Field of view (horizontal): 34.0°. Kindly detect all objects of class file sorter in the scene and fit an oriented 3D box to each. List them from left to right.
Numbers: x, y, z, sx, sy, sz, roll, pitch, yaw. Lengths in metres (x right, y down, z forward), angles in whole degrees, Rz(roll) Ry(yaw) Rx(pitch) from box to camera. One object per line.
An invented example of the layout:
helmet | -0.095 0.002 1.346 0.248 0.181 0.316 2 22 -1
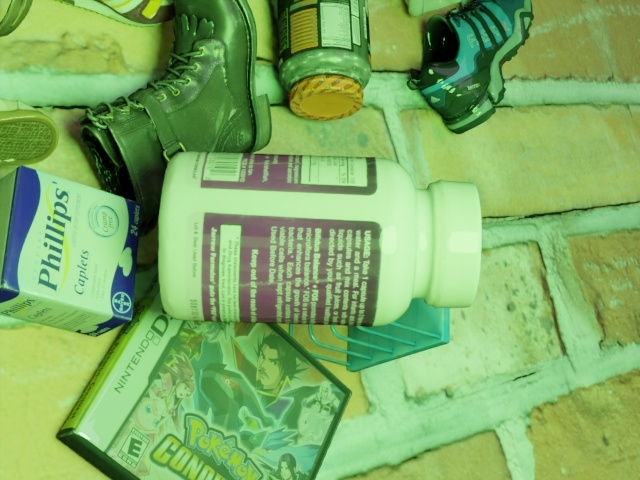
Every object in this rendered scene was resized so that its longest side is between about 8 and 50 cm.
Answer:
file sorter | 0.053 0.068 1.200 0.104 0.170 0.118 19 62 -32

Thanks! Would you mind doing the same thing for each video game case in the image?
video game case | -0.106 0.181 1.106 0.275 0.035 0.248 43 50 -21

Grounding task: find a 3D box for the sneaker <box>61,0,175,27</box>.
sneaker | -0.214 -0.287 1.149 0.185 0.084 0.070 2 73 -41

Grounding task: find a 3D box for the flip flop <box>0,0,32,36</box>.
flip flop | -0.322 -0.251 1.037 0.080 0.112 0.277 53 40 -33

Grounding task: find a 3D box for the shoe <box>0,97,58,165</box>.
shoe | -0.356 -0.104 0.978 0.219 0.077 0.058 -1 32 -40

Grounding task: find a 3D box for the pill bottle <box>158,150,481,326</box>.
pill bottle | 0.000 0.000 1.033 0.301 0.169 0.169 2 68 -1

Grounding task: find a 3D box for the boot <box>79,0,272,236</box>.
boot | -0.164 -0.161 1.125 0.229 0.091 0.263 -33 113 -42

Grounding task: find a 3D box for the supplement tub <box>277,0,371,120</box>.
supplement tub | 0.004 -0.254 1.311 0.117 0.117 0.190 14 66 -38

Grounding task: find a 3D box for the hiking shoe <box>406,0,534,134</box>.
hiking shoe | 0.223 -0.305 1.528 0.132 0.113 0.304 38 52 -26

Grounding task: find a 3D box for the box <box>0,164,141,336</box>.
box | -0.252 0.013 1.012 0.137 0.072 0.126 18 62 -36

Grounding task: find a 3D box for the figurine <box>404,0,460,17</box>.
figurine | 0.142 -0.461 1.481 0.209 0.092 0.215 55 42 -46
